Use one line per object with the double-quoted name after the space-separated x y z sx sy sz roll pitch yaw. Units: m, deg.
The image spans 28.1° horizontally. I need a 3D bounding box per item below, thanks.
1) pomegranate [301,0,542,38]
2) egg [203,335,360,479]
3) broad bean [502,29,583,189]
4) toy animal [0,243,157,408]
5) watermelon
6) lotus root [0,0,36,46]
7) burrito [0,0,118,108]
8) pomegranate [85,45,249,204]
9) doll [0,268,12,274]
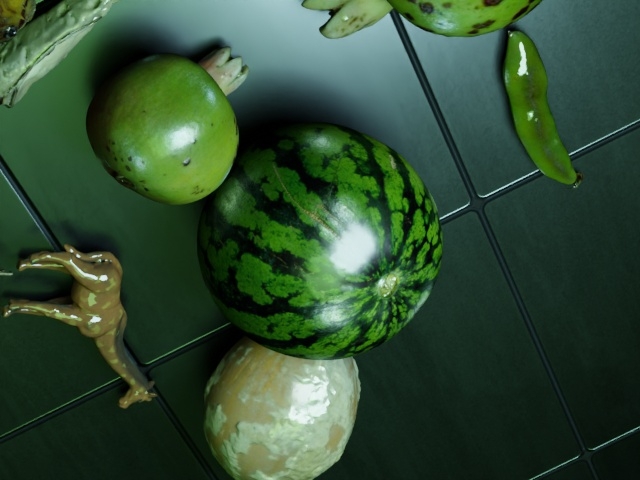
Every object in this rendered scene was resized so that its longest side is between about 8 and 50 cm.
0.117 -0.315 1.379 0.306 0.242 0.242 -24 122 7 "pomegranate"
-0.050 0.209 1.659 0.203 0.203 0.245 16 110 -21 "egg"
0.272 -0.158 1.615 0.065 0.046 0.254 -30 123 -3 "broad bean"
-0.290 0.112 1.625 0.229 0.066 0.224 14 115 -26 "toy animal"
0.000 0.000 1.513 0.285 0.285 0.285 -6 120 -10 "watermelon"
-0.478 -0.295 1.266 0.397 0.179 0.196 23 154 -23 "lotus root"
-0.302 -0.222 1.433 0.229 0.063 0.058 -35 149 6 "burrito"
-0.162 -0.144 1.460 0.210 0.180 0.180 -46 123 -19 "pomegranate"
-0.457 0.114 1.561 0.115 0.105 0.221 13 113 -28 "doll"
